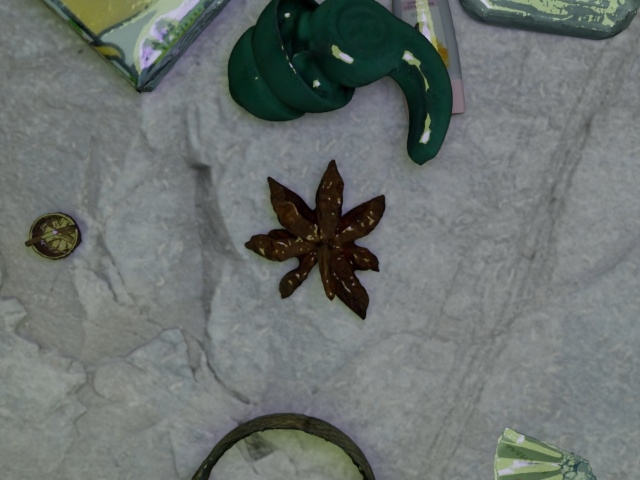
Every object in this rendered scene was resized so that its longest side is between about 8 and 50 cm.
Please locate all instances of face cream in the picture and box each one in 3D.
[{"bbox_3d":[0.142,-0.263,1.507,0.084,0.057,0.198,-9,91,6],"label":"face cream"}]

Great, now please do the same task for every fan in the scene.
[{"bbox_3d":[0.331,0.357,1.551,0.240,0.009,0.131,41,94,-1],"label":"fan"}]

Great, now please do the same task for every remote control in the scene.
[{"bbox_3d":[0.309,-0.334,1.508,0.247,0.052,0.104,7,93,-2],"label":"remote control"}]

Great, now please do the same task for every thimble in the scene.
[{"bbox_3d":[-0.051,0.368,1.484,0.271,0.150,0.271,0,91,1],"label":"thimble"}]

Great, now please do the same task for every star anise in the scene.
[{"bbox_3d":[0.003,-0.004,1.499,0.212,0.111,0.196,33,85,6],"label":"star anise"}]

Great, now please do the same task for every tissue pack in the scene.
[{"bbox_3d":[-0.276,-0.379,1.472,0.311,0.128,0.228,42,90,-1],"label":"tissue pack"}]

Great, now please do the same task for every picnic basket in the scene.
[{"bbox_3d":[-0.362,-0.005,1.507,0.072,0.083,0.072,0,91,0],"label":"picnic basket"}]

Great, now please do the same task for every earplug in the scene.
[{"bbox_3d":[0.015,-0.215,1.463,0.280,0.164,0.257,-15,127,29],"label":"earplug"}]
